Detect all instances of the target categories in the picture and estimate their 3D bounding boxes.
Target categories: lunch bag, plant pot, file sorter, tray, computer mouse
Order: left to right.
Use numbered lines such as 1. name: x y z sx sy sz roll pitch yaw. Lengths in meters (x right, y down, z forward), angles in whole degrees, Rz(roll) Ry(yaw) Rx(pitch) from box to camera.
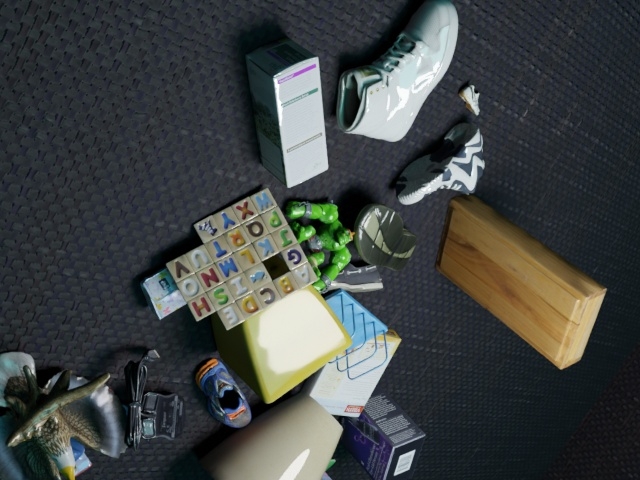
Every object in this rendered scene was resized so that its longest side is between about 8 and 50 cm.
1. computer mouse: -0.333 0.304 1.720 0.262 0.060 0.184 27 63 -76
2. lunch bag: -0.285 0.091 1.611 0.071 0.053 0.083 -30 129 -24
3. plant pot: -0.099 0.148 1.723 0.212 0.212 0.187 -33 126 -18
4. plant pot: -0.086 0.481 1.974 0.274 0.256 0.256 -46 141 -12
5. file sorter: 0.053 0.210 1.916 0.118 0.105 0.170 -30 129 25
6. tray: 0.434 0.084 1.989 0.076 0.411 0.203 -17 132 -32

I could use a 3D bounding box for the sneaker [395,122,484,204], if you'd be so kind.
1. sneaker: 0.273 -0.128 1.916 0.235 0.094 0.153 -48 134 -17

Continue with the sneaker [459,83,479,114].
1. sneaker: 0.326 -0.300 1.875 0.037 0.032 0.083 -47 142 -2

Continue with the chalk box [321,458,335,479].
1. chalk box: -0.073 0.637 2.160 0.180 0.179 0.289 19 107 -48

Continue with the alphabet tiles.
1. alphabet tiles: -0.151 0.040 1.609 0.237 0.198 0.009 -28 178 -19

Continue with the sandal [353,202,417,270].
1. sandal: 0.125 -0.005 1.898 0.120 0.086 0.303 -55 156 -1

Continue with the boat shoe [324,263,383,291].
1. boat shoe: 0.049 0.077 1.922 0.206 0.075 0.065 4 76 -39

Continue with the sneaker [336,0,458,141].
1. sneaker: 0.135 -0.317 1.624 0.169 0.108 0.293 -2 124 -46

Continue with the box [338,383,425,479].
1. box: 0.148 0.489 2.218 0.108 0.207 0.153 -13 128 -34

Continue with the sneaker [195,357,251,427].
1. sneaker: -0.197 0.344 1.872 0.083 0.087 0.221 -39 140 -11

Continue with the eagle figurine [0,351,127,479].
1. eagle figurine: -0.470 0.338 1.553 0.226 0.225 0.298 5 156 -2

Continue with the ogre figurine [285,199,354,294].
1. ogre figurine: 0.000 0.000 1.768 0.118 0.097 0.197 -30 94 -34

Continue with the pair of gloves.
1. pair of gloves: -0.453 0.378 1.714 0.198 0.023 0.159 -33 137 -20

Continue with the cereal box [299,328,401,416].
1. cereal box: 0.066 0.308 2.095 0.173 0.047 0.240 15 112 -34

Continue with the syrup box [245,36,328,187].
1. syrup box: -0.056 -0.221 1.534 0.096 0.093 0.237 -28 136 -23
